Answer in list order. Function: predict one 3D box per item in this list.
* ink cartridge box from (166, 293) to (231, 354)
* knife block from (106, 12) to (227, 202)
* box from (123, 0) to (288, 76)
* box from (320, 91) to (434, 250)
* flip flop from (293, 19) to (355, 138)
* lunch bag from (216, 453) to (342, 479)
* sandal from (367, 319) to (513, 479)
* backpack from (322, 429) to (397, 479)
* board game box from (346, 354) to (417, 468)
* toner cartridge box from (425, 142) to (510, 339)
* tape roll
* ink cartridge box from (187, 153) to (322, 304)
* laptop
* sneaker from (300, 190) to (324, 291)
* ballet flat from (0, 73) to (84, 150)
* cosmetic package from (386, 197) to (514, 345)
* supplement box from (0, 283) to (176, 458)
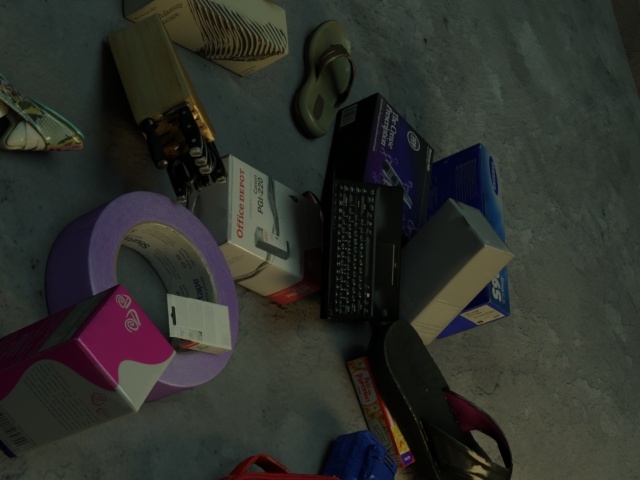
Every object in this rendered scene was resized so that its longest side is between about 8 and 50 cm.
[{"bbox_3d":[-0.168,0.111,1.605,0.115,0.029,0.062,17,58,-47],"label":"ink cartridge box"},{"bbox_3d":[-0.220,-0.192,1.710,0.242,0.088,0.275,-121,-174,-87],"label":"knife block"},{"bbox_3d":[-0.181,-0.366,1.946,0.275,0.113,0.094,19,58,-46],"label":"box"},{"bbox_3d":[0.108,-0.110,2.202,0.184,0.103,0.261,44,41,-34],"label":"box"},{"bbox_3d":[0.020,-0.299,2.206,0.112,0.080,0.277,46,40,-28],"label":"flip flop"},{"bbox_3d":[-0.055,0.422,1.670,0.293,0.120,0.258,15,55,-51],"label":"lunch bag"},{"bbox_3d":[0.229,0.327,2.026,0.445,0.107,0.167,57,36,-18],"label":"sandal"},{"bbox_3d":[0.067,0.358,1.880,0.098,0.101,0.120,56,32,-28],"label":"backpack"},{"bbox_3d":[0.129,0.278,2.054,0.147,0.045,0.193,-13,82,-56],"label":"board game box"},{"bbox_3d":[0.263,0.000,2.291,0.075,0.165,0.347,33,48,-41],"label":"toner cartridge box"},{"bbox_3d":[-0.236,0.076,1.638,0.275,0.090,0.274,31,47,-42],"label":"tape roll"},{"bbox_3d":[-0.099,-0.015,1.873,0.218,0.092,0.158,27,51,-41],"label":"ink cartridge box"},{"bbox_3d":[0.073,0.013,1.940,0.264,0.137,0.234,6,85,-39],"label":"laptop"},{"bbox_3d":[0.000,0.000,2.030,0.077,0.072,0.178,-40,117,-60],"label":"sneaker"},{"bbox_3d":[-0.411,-0.168,1.566,0.221,0.077,0.079,42,60,-25],"label":"ballet flat"},{"bbox_3d":[0.203,0.056,2.090,0.107,0.238,0.127,21,31,-49],"label":"cosmetic package"},{"bbox_3d":[-0.294,0.153,1.396,0.111,0.220,0.114,55,36,-18],"label":"supplement box"}]
